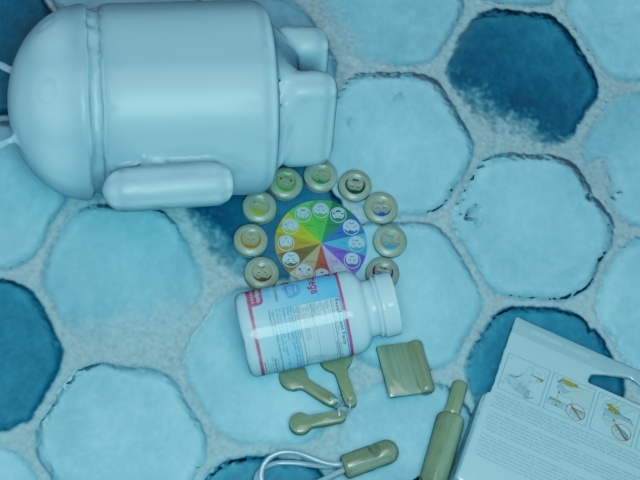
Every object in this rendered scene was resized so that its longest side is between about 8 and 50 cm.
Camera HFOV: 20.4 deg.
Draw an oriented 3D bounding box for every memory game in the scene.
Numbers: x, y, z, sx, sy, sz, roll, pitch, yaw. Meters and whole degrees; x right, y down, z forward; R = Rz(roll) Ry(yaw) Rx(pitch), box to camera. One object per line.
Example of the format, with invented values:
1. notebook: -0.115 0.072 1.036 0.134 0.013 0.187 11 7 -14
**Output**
1. memory game: 0.000 0.000 1.875 0.186 0.012 0.186 2 69 -6

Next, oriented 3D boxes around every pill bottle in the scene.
1. pill bottle: -0.002 0.080 1.796 0.160 0.087 0.087 -12 71 -3

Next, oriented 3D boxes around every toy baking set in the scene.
1. toy baking set: 0.040 0.211 1.794 0.196 0.030 0.256 11 62 4

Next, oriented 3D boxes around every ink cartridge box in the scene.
1. ink cartridge box: 0.282 0.226 1.800 0.275 0.060 0.239 24 44 3

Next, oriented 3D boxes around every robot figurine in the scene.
1. robot figurine: -0.163 -0.142 1.809 0.353 0.200 0.300 -2 42 -7

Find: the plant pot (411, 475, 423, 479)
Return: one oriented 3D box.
1. plant pot: 0.041 0.368 1.658 0.230 0.215 0.215 -28 74 1
